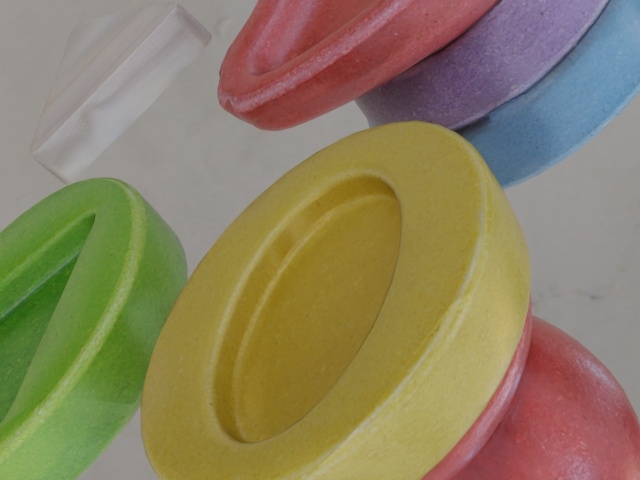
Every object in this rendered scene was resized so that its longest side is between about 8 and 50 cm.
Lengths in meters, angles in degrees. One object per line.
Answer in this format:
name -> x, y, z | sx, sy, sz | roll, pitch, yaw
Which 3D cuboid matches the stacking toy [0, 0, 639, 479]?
stacking toy -> 0.000, 0.000, 0.529 | 0.130, 0.279, 0.309 | 42, 47, -30
